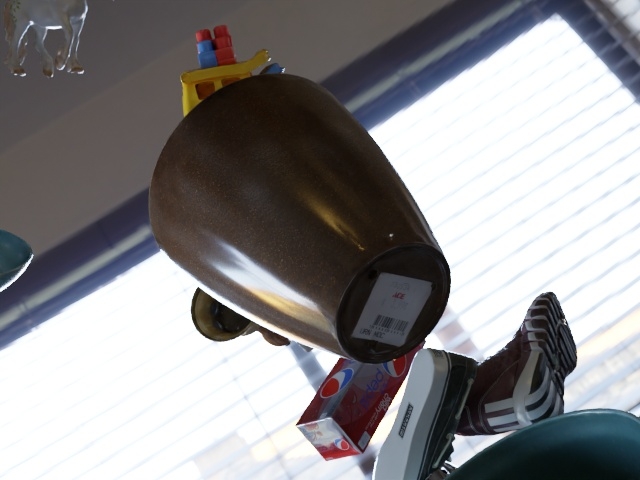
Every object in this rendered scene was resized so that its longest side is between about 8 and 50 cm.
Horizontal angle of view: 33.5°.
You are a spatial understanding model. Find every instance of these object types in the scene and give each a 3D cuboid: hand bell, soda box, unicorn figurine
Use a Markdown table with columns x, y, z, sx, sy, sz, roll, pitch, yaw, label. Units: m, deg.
| x | y | z | sx | sy | sz | roll | pitch | yaw | label |
| --- | --- | --- | --- | --- | --- | --- | --- | --- | --- |
| -0.108 | 0.139 | 1.794 | 0.126 | 0.126 | 0.242 | -37 | -29 | 6 | hand bell |
| 0.069 | 0.225 | 1.696 | 0.092 | 0.083 | 0.263 | -23 | 22 | 45 | soda box |
| -0.247 | -0.215 | 1.014 | 0.162 | 0.111 | 0.060 | 1 | 1 | 20 | unicorn figurine |

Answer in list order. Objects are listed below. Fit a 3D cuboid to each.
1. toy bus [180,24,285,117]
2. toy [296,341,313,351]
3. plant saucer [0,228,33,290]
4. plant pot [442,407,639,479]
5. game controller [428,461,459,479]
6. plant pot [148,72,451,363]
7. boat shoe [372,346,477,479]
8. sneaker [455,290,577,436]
| x | y | z | sx | sy | sz | roll | pitch | yaw | label |
| --- | --- | --- | --- | --- | --- | --- | --- | --- | --- |
| -0.129 | -0.257 | 1.776 | 0.220 | 0.211 | 0.149 | -9 | 10 | 0 | toy bus |
| -0.036 | 0.055 | 1.493 | 0.137 | 0.237 | 0.056 | -33 | -35 | -21 | toy |
| -0.465 | 0.022 | 1.110 | 0.318 | 0.318 | 0.043 | -7 | -71 | -45 | plant saucer |
| 0.231 | 0.325 | 0.998 | 0.293 | 0.196 | 0.293 | -34 | 10 | 7 | plant pot |
| 0.238 | 0.349 | 1.305 | 0.319 | 0.166 | 0.067 | 28 | -70 | -29 | game controller |
| 0.000 | 0.000 | 0.891 | 0.215 | 0.230 | 0.215 | -17 | -55 | -25 | plant pot |
| 0.118 | 0.226 | 1.188 | 0.070 | 0.078 | 0.219 | 12 | -73 | -20 | boat shoe |
| 0.216 | 0.152 | 1.297 | 0.162 | 0.106 | 0.281 | -19 | 10 | 24 | sneaker |
